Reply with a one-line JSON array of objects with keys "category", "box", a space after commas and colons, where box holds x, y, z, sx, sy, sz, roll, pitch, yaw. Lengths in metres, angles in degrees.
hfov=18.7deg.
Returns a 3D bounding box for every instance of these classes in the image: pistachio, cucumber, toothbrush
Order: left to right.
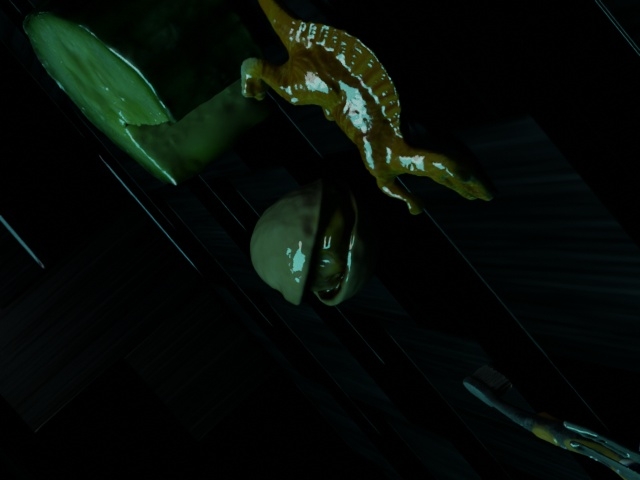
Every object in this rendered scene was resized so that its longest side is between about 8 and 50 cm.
[{"category": "cucumber", "box": [-0.124, -0.152, 1.478, 0.191, 0.130, 0.191, 41, 167, 12]}, {"category": "pistachio", "box": [0.000, 0.000, 1.603, 0.113, 0.113, 0.149, 49, 157, 0]}, {"category": "toothbrush", "box": [0.187, 0.148, 1.503, 0.023, 0.031, 0.321, 51, 172, -23]}]

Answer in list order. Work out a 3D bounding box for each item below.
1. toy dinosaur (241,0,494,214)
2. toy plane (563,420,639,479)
[{"category": "toy dinosaur", "box": [0.009, -0.100, 1.212, 0.212, 0.057, 0.142, 50, 161, -20]}, {"category": "toy plane", "box": [0.216, 0.136, 0.932, 0.226, 0.058, 0.226, 29, -179, -36]}]
